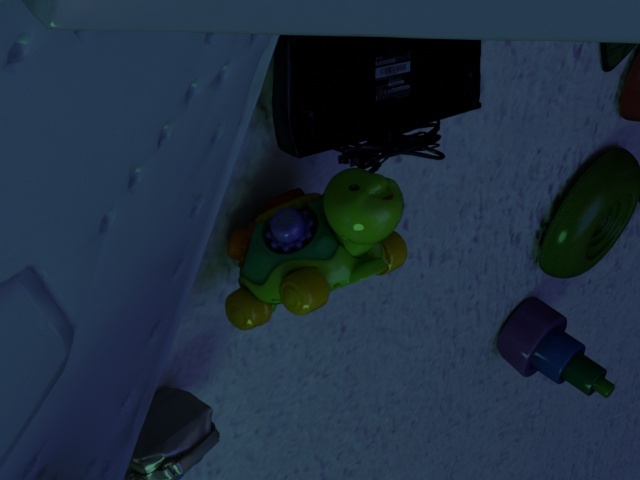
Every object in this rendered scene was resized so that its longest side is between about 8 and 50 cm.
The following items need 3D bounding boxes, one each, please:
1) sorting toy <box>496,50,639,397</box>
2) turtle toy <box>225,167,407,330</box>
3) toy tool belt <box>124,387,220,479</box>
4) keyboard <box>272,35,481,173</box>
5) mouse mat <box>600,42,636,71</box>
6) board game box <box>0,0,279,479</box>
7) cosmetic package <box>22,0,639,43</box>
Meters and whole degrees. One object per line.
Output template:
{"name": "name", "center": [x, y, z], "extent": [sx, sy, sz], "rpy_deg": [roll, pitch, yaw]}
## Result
{"name": "sorting toy", "center": [0.280, -0.016, 1.198], "extent": [0.127, 0.126, 0.365], "rpy_deg": [-12, 132, -56]}
{"name": "turtle toy", "center": [0.000, 0.000, 0.809], "extent": [0.095, 0.066, 0.130], "rpy_deg": [-25, -176, -43]}
{"name": "toy tool belt", "center": [-0.098, 0.132, 0.855], "extent": [0.083, 0.052, 0.051], "rpy_deg": [-39, 142, -24]}
{"name": "keyboard", "center": [0.029, -0.088, 0.832], "extent": [0.192, 0.038, 0.100], "rpy_deg": [-18, 113, -48]}
{"name": "mouse mat", "center": [0.267, -0.227, 1.063], "extent": [0.189, 0.007, 0.152], "rpy_deg": [-48, 153, -12]}
{"name": "board game box", "center": [-0.155, 0.059, 0.567], "extent": [0.390, 0.050, 0.390], "rpy_deg": [-40, 155, -60]}
{"name": "cosmetic package", "center": [0.063, -0.195, 0.508], "extent": [0.385, 0.156, 0.217], "rpy_deg": [-2, 126, -36]}
